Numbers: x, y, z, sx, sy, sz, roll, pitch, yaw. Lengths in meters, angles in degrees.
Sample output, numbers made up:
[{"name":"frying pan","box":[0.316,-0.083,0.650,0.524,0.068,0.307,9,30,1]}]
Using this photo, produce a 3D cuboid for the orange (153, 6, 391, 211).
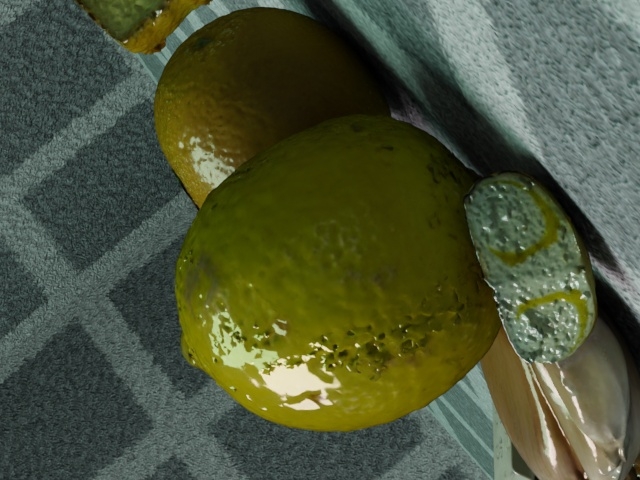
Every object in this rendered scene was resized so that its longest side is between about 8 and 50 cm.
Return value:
[{"name":"orange","box":[-0.043,-0.107,1.634,0.236,0.236,0.236,50,175,6]}]

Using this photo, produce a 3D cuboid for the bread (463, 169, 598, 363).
[{"name":"bread","box":[0.172,0.018,1.359,0.094,0.083,0.157,-15,-93,-78]}]

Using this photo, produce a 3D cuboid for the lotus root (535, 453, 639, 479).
[{"name":"lotus root","box":[0.291,0.279,1.722,0.193,0.193,0.291,48,175,27]}]

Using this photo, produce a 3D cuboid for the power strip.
[{"name":"power strip","box":[0.187,0.151,1.666,0.060,0.027,0.253,114,160,-61]}]

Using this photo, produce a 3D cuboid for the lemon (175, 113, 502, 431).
[{"name":"lemon","box":[0.014,0.033,1.450,0.258,0.310,0.258,59,-165,-27]}]

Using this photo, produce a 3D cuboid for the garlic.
[{"name":"garlic","box":[0.218,0.124,1.532,0.217,0.110,0.228,37,146,58]}]

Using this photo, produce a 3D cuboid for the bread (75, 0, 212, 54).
[{"name":"bread","box":[-0.226,-0.322,2.066,0.260,0.160,0.147,41,177,30]}]
